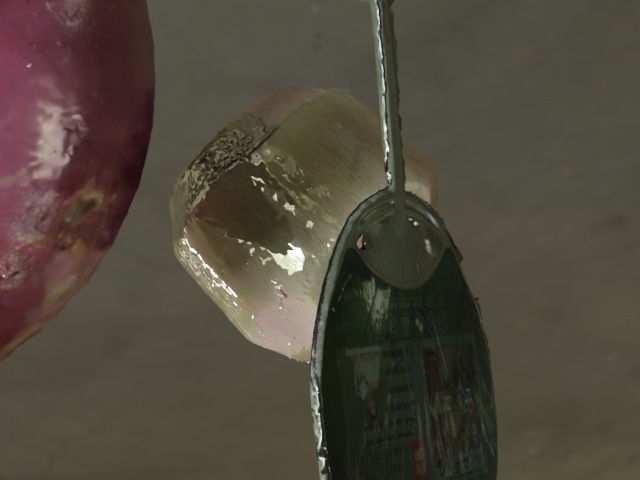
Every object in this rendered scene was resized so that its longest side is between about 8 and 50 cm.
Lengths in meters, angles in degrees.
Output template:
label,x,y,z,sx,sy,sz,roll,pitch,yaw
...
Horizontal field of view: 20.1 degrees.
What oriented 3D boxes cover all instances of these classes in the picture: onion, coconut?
label,x,y,z,sx,sy,sz,roll,pitch,yaw
onion,-0.281,-0.089,0.931,0.345,0.358,0.358,14,152,-40
coconut,0.000,0.000,1.145,0.171,0.183,0.171,-42,175,-5

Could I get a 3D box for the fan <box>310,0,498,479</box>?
label,x,y,z,sx,sy,sz,roll,pitch,yaw
fan,0.055,0.043,0.923,0.012,0.294,0.223,-7,148,26
